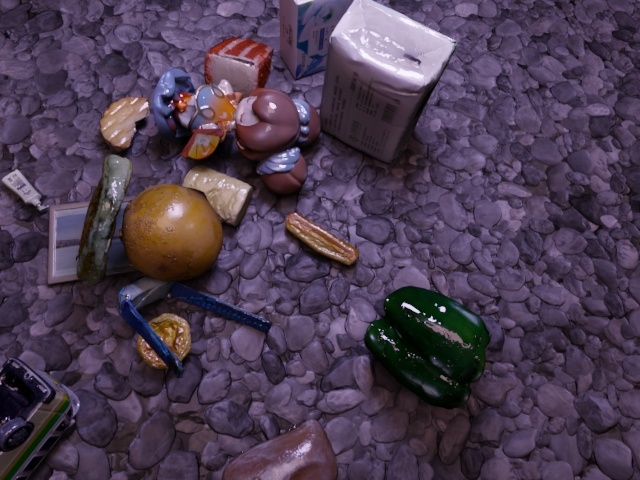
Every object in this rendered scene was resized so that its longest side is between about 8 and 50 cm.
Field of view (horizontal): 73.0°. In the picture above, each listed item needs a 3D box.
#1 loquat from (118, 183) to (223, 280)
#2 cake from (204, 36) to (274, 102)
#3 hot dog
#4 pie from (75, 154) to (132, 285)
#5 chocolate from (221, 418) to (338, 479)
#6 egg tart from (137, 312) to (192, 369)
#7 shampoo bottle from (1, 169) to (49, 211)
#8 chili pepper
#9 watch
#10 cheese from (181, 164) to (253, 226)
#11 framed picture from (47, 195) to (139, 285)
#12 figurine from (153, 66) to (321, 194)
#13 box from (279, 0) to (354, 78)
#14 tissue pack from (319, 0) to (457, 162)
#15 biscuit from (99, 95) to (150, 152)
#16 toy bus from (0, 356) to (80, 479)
[{"bbox_3d":[-0.345,-0.020,1.010,0.235,0.235,0.234,2,70,-5],"label":"loquat"},{"bbox_3d":[-0.232,-0.496,1.295,0.158,0.159,0.262,13,35,0],"label":"cake"},{"bbox_3d":[0.000,0.000,1.140,0.216,0.047,0.066,29,85,5],"label":"hot dog"},{"bbox_3d":[-0.495,-0.052,0.986,0.067,0.303,0.302,15,67,-30],"label":"pie"},{"bbox_3d":[-0.084,0.507,0.934,0.262,0.083,0.161,-25,76,-14],"label":"chocolate"},{"bbox_3d":[-0.362,0.239,1.020,0.131,0.052,0.130,1,69,-4],"label":"egg tart"},{"bbox_3d":[-0.763,-0.122,1.123,0.141,0.034,0.049,42,66,9],"label":"shampoo bottle"},{"bbox_3d":[0.242,0.229,0.986,0.257,0.248,0.233,30,83,16],"label":"chili pepper"},{"bbox_3d":[-0.297,0.166,1.005,0.275,0.068,0.276,32,26,27],"label":"watch"},{"bbox_3d":[-0.272,-0.120,1.133,0.167,0.094,0.123,23,68,3],"label":"cheese"},{"bbox_3d":[-0.542,-0.009,1.111,0.289,0.016,0.213,-8,71,-8],"label":"framed picture"},{"bbox_3d":[-0.210,-0.298,1.146,0.388,0.248,0.276,12,72,9],"label":"figurine"},{"bbox_3d":[-0.004,-0.623,1.240,0.203,0.274,0.116,-25,73,-14],"label":"box"},{"bbox_3d":[0.151,-0.399,1.129,0.266,0.356,0.193,29,71,5],"label":"tissue pack"},{"bbox_3d":[-0.543,-0.325,1.201,0.118,0.061,0.183,14,68,2],"label":"biscuit"},{"bbox_3d":[-0.640,0.409,0.868,0.143,0.179,0.305,26,70,21],"label":"toy bus"}]
